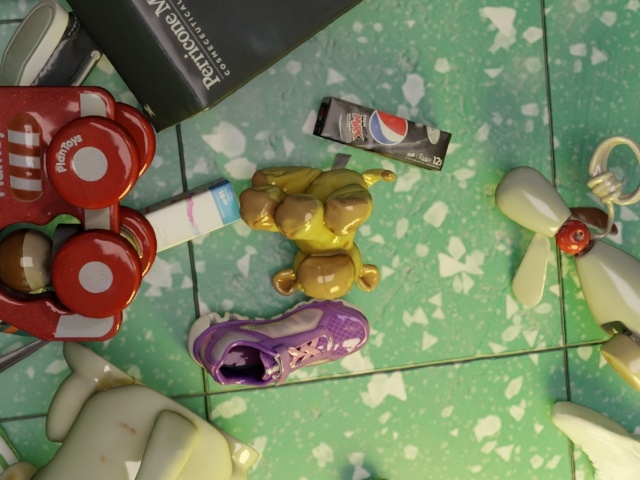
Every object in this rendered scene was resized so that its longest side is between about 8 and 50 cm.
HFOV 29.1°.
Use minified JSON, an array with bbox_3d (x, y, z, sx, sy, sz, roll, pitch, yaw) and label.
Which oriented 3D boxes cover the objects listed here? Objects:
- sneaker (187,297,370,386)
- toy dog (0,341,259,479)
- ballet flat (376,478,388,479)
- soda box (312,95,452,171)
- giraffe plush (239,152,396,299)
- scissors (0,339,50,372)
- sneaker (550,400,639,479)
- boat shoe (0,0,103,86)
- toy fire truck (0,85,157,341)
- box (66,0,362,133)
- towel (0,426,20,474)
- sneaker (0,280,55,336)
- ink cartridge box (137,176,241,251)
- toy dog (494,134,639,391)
[{"bbox_3d":[-0.048,0.139,1.573,0.236,0.104,0.095,-8,111,-9],"label":"sneaker"},{"bbox_3d":[-0.260,0.371,1.431,0.284,0.395,0.408,35,80,-21],"label":"toy dog"},{"bbox_3d":[0.115,0.401,1.663,0.070,0.070,0.188,-32,104,-6],"label":"ballet flat"},{"bbox_3d":[0.079,-0.138,1.596,0.169,0.060,0.053,15,92,-12],"label":"soda box"},{"bbox_3d":[0.000,0.000,1.556,0.181,0.210,0.170,10,113,25],"label":"giraffe plush"},{"bbox_3d":[-0.459,0.196,1.517,0.297,0.021,0.109,-13,95,-9],"label":"scissors"},{"bbox_3d":[0.396,0.299,1.700,0.212,0.080,0.094,28,102,-13],"label":"sneaker"},{"bbox_3d":[-0.369,-0.142,1.486,0.091,0.114,0.302,31,102,-38],"label":"boat shoe"},{"bbox_3d":[-0.322,-0.036,1.401,0.254,0.169,0.302,1,104,0],"label":"toy fire truck"},{"bbox_3d":[-0.094,-0.361,1.423,0.395,0.212,0.293,-39,102,-18],"label":"box"},{"bbox_3d":[-0.574,0.269,1.532,0.325,0.038,0.248,-32,100,-5],"label":"towel"},{"bbox_3d":[-0.403,0.068,1.497,0.302,0.121,0.108,7,95,-11],"label":"sneaker"},{"bbox_3d":[-0.165,-0.032,1.547,0.122,0.088,0.052,-23,101,-7],"label":"ink cartridge box"},{"bbox_3d":[0.371,0.040,1.649,0.220,0.161,0.333,-23,85,-4],"label":"toy dog"}]
